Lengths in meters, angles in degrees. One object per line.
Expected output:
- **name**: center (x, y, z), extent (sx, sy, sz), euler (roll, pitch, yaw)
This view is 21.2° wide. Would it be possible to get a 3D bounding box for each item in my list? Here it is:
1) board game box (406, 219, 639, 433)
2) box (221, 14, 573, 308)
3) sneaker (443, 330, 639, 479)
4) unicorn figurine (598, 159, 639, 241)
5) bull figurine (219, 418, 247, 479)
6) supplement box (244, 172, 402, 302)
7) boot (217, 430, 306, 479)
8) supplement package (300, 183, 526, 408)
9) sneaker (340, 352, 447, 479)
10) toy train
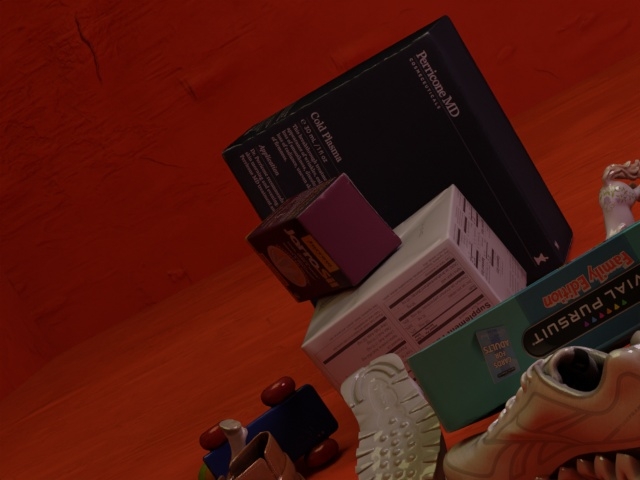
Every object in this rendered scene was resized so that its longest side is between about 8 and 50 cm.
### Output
- **board game box**: center (0.273, 0.045, 1.511), extent (0.336, 0.079, 0.254), euler (-33, -11, 23)
- **box**: center (0.106, -0.060, 2.199), extent (0.312, 0.343, 0.179), euler (-28, 7, 18)
- **sneaker**: center (0.193, 0.144, 1.368), extent (0.110, 0.118, 0.292), euler (-39, 9, -37)
- **unicorn figurine**: center (0.341, -0.010, 1.897), extent (0.111, 0.162, 0.060), euler (1, -25, -47)
- **bull figurine**: center (-0.122, 0.290, 1.483), extent (0.101, 0.188, 0.310), euler (14, 23, 26)
- **supplement box**: center (0.000, 0.000, 1.944), extent (0.081, 0.104, 0.188), euler (-43, 8, -20)
- **boot**: center (-0.015, 0.230, 1.476), extent (0.073, 0.152, 0.197), euler (-28, 8, 21)
- **supplement package**: center (0.111, 0.077, 1.908), extent (0.204, 0.145, 0.262), euler (-38, 7, 13)
- **sneaker**: center (0.085, 0.199, 1.591), extent (0.090, 0.095, 0.235), euler (-25, 28, 9)
- **toy train**: center (-0.106, 0.260, 1.898), extent (0.248, 0.105, 0.143), euler (-34, -2, -23)
